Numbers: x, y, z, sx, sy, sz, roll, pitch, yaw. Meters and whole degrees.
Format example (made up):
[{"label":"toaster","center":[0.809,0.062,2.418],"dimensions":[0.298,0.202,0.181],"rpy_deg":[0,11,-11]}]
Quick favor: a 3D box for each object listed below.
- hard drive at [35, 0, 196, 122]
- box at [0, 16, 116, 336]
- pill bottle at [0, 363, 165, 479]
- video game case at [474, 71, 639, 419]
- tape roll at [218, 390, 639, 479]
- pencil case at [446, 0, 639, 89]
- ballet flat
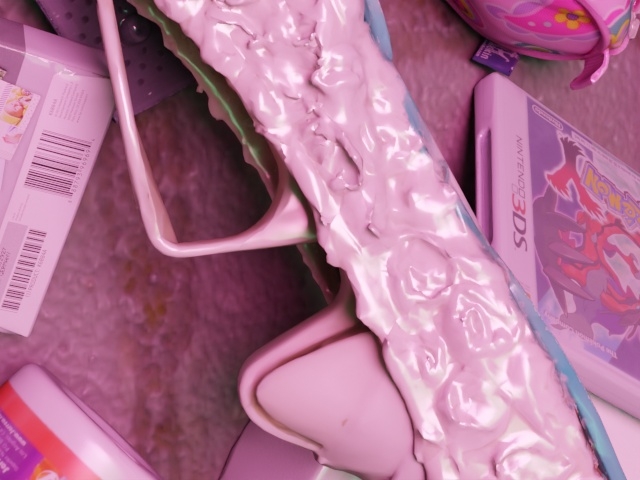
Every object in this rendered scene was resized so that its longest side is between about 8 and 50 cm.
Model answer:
[{"label":"hard drive","center":[-0.042,-0.194,0.512],"dimensions":[0.254,0.054,0.172],"rpy_deg":[-38,127,-12]},{"label":"box","center":[-0.200,-0.041,0.464],"dimensions":[0.186,0.038,0.145],"rpy_deg":[14,114,-27]},{"label":"pill bottle","center":[-0.168,0.162,0.496],"dimensions":[0.193,0.108,0.108],"rpy_deg":[-47,113,-12]},{"label":"video game case","center":[0.170,0.014,0.622],"dimensions":[0.201,0.023,0.183],"rpy_deg":[29,46,-26]},{"label":"tape roll","center":[0.079,0.190,0.621],"dimensions":[0.286,0.100,0.286],"rpy_deg":[-3,98,-24]},{"label":"pencil case","center":[0.176,-0.230,0.593],"dimensions":[0.124,0.124,0.284],"rpy_deg":[35,81,-25]},{"label":"ballet flat","center":[0.000,0.000,0.457],"dimensions":[0.147,0.147,0.409],"rpy_deg":[-27,95,-19]}]
